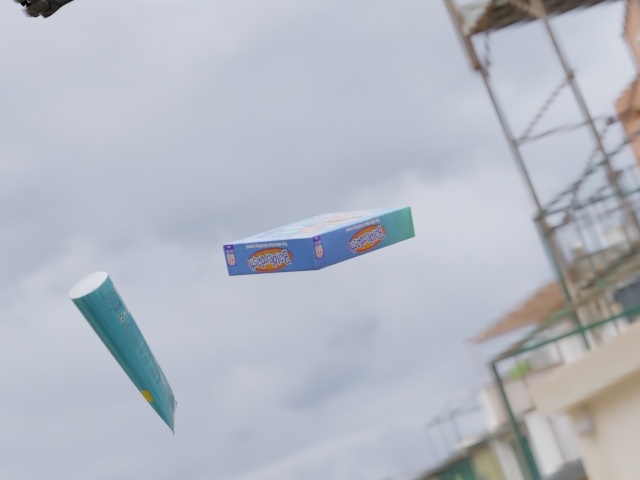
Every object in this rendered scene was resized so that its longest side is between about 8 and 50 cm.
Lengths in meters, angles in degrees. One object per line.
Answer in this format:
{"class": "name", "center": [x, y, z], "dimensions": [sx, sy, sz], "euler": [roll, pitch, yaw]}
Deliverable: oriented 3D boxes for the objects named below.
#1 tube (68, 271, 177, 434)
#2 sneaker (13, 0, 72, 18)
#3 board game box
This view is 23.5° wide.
{"class": "tube", "center": [-0.222, 0.132, 1.824], "dimensions": [0.052, 0.207, 0.080], "euler": [-25, 22, 13]}
{"class": "sneaker", "center": [-0.402, -0.339, 1.904], "dimensions": [0.296, 0.146, 0.104], "euler": [-15, 13, -21]}
{"class": "board game box", "center": [0.000, 0.000, 2.047], "dimensions": [0.160, 0.047, 0.210], "euler": [-5, 9, 42]}
